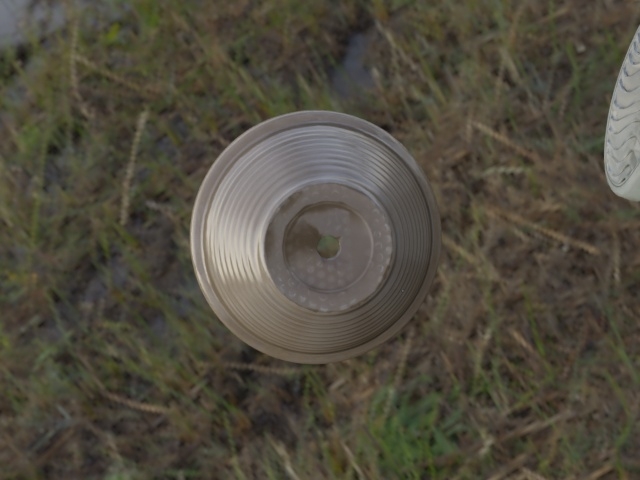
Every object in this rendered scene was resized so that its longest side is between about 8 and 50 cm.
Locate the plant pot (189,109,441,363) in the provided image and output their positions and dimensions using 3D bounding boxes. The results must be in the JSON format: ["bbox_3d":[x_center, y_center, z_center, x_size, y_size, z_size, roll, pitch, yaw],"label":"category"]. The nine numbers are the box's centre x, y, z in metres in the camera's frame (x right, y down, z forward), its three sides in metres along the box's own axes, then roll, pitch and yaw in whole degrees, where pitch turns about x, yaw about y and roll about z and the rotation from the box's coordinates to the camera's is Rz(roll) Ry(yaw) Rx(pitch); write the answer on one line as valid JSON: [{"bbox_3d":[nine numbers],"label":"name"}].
[{"bbox_3d":[0.000,0.000,1.199,0.237,0.237,0.110,-35,7,-2],"label":"plant pot"}]

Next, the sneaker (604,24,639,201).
[{"bbox_3d":[0.223,-0.099,0.593,0.222,0.118,0.083,-63,15,17],"label":"sneaker"}]
